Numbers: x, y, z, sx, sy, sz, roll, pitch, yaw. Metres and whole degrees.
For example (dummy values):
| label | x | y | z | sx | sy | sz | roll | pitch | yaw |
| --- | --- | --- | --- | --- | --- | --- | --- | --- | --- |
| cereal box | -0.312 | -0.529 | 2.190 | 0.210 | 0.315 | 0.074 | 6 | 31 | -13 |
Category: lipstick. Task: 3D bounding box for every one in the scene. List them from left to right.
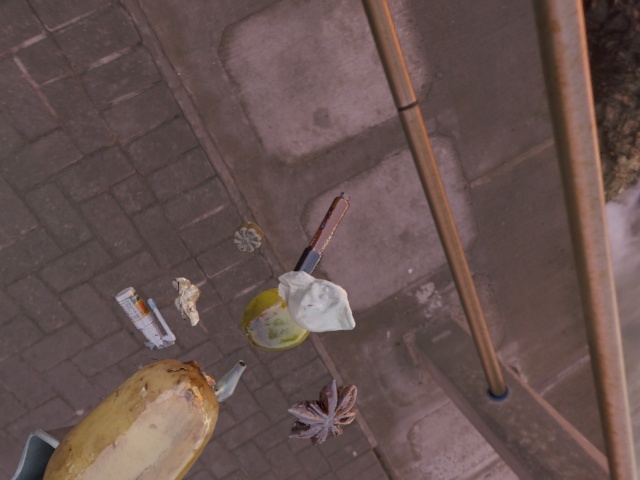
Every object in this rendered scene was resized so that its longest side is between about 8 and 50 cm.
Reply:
| label | x | y | z | sx | sy | sz | roll | pitch | yaw |
| --- | --- | --- | --- | --- | --- | --- | --- | --- | --- |
| lipstick | 0.000 | 0.000 | 1.686 | 0.077 | 0.077 | 0.418 | 33 | 82 | -26 |

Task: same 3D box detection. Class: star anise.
| label | x | y | z | sx | sy | sz | roll | pitch | yaw |
| --- | --- | --- | --- | --- | --- | --- | --- | --- | --- |
| star anise | 0.012 | 0.659 | 1.663 | 0.316 | 0.108 | 0.314 | -7 | 112 | -17 |

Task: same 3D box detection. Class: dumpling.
| label | x | y | z | sx | sy | sz | roll | pitch | yaw |
| --- | --- | --- | --- | --- | --- | --- | --- | --- | --- |
| dumpling | -0.017 | 0.136 | 1.021 | 0.124 | 0.229 | 0.151 | -45 | 134 | -40 |

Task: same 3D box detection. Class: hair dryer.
| label | x | y | z | sx | sy | sz | roll | pitch | yaw |
| --- | --- | --- | --- | --- | --- | --- | --- | --- | --- |
| hair dryer | -0.404 | 0.597 | 1.826 | 0.088 | 0.225 | 0.219 | 39 | 85 | 17 |

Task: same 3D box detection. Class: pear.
| label | x | y | z | sx | sy | sz | roll | pitch | yaw |
| --- | --- | --- | --- | --- | --- | --- | --- | --- | --- |
| pear | -0.173 | 0.332 | 1.833 | 0.322 | 0.269 | 0.268 | -19 | 115 | -20 |

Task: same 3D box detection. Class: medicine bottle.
| label | x | y | z | sx | sy | sz | roll | pitch | yaw |
| --- | --- | --- | --- | --- | --- | --- | --- | --- | --- |
| medicine bottle | -0.555 | 0.247 | 1.389 | 0.092 | 0.061 | 0.220 | -24 | 110 | 6 |

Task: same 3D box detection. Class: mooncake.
| label | x | y | z | sx | sy | sz | roll | pitch | yaw |
| --- | --- | --- | --- | --- | --- | --- | --- | --- | --- |
| mooncake | -0.228 | 0.109 | 0.824 | 0.151 | 0.057 | 0.346 | 21 | 99 | 1 |

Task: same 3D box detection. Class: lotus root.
| label | x | y | z | sx | sy | sz | roll | pitch | yaw |
| --- | --- | --- | --- | --- | --- | --- | --- | --- | --- |
| lotus root | -0.260 | 0.288 | 0.587 | 0.284 | 0.160 | 0.146 | -44 | 122 | -22 |

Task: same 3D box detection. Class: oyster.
| label | x | y | z | sx | sy | sz | roll | pitch | yaw |
| --- | --- | --- | --- | --- | --- | --- | --- | --- | --- |
| oyster | -0.435 | 0.201 | 1.427 | 0.081 | 0.190 | 0.163 | -5 | 147 | -27 |

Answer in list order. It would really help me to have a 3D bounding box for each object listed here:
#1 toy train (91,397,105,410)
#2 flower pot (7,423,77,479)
| label | x | y | z | sx | sy | sz | roll | pitch | yaw |
| --- | --- | --- | --- | --- | --- | --- | --- | --- | --- |
| toy train | -0.649 | 0.601 | 1.390 | 0.091 | 0.136 | 0.227 | -26 | 118 | -32 |
| flower pot | -0.437 | 0.402 | 0.689 | 0.103 | 0.108 | 0.229 | 31 | 89 | 18 |
